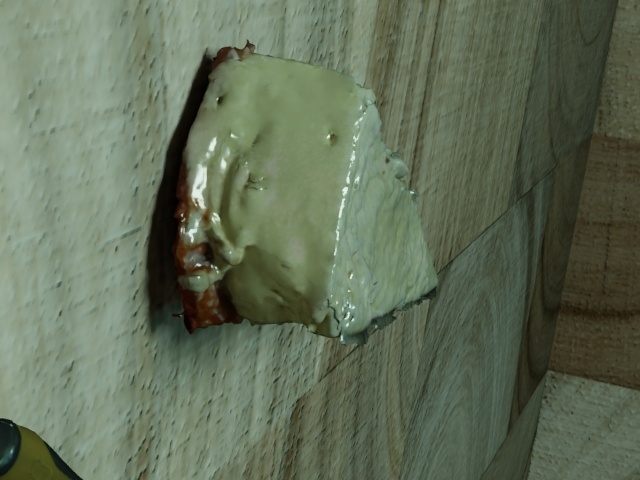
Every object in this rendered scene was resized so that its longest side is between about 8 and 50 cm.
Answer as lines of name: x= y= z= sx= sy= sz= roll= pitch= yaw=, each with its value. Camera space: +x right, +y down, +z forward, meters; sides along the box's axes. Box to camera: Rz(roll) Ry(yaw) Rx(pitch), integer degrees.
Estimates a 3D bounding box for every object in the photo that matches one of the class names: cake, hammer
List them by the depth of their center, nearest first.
hammer: x=-0.103 y=0.067 z=0.568 sx=0.201 sy=0.021 sz=0.078 roll=65 pitch=40 yaw=-68
cake: x=-0.006 y=0.017 z=0.777 sx=0.220 sy=0.086 sz=0.117 roll=73 pitch=31 yaw=-63
